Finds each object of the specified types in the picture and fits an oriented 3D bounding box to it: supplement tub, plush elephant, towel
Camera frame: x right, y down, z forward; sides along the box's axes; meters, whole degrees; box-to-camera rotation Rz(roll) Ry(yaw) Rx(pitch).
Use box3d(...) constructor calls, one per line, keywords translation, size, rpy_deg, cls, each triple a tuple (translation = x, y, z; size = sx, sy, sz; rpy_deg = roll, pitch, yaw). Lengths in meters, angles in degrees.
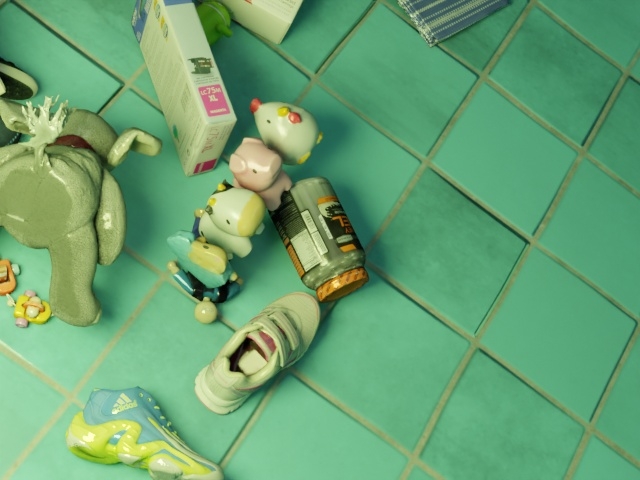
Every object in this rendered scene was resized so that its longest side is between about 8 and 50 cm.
box3d(translation=(0.000, 0.000, 1.862), size=(0.117, 0.117, 0.190), rpy_deg=(-20, 76, -28), cls="supplement tub")
box3d(translation=(-0.386, -0.090, 1.672), size=(0.272, 0.330, 0.255), rpy_deg=(21, 23, 4), cls="plush elephant")
box3d(translation=(0.202, -0.560, 2.252), size=(0.243, 0.040, 0.336), rpy_deg=(-33, 84, -32), cls="towel")

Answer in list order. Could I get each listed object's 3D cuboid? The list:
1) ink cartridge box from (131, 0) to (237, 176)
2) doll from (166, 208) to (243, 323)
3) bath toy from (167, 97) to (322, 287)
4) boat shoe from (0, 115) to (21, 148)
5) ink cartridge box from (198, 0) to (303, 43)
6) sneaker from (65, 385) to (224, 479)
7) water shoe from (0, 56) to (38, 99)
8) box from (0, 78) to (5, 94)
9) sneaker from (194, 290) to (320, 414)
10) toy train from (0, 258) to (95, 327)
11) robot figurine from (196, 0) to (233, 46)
box3d(translation=(-0.230, -0.285, 1.861), size=(0.065, 0.186, 0.311), rpy_deg=(-16, 73, -24), cls="ink cartridge box")
box3d(translation=(-0.184, 0.045, 1.809), size=(0.129, 0.046, 0.189), rpy_deg=(10, 66, -22), cls="doll")
box3d(translation=(-0.114, -0.095, 1.779), size=(0.129, 0.151, 0.348), rpy_deg=(42, 57, -21), cls="bath toy")
box3d(translation=(-0.565, -0.128, 1.714), size=(0.258, 0.089, 0.109), rpy_deg=(-39, 85, -31), cls="boat shoe")
box3d(translation=(-0.092, -0.507, 2.049), size=(0.172, 0.100, 0.237), rpy_deg=(28, 69, -8), cls="ink cartridge box")
box3d(translation=(-0.245, 0.281, 1.651), size=(0.240, 0.091, 0.126), rpy_deg=(20, 60, -11), cls="sneaker")
box3d(translation=(-0.547, -0.296, 1.809), size=(0.203, 0.073, 0.080), rpy_deg=(21, 56, -14), cls="water shoe")
box3d(translation=(-0.621, -0.206, 1.670), size=(0.275, 0.113, 0.094), rpy_deg=(-33, 123, -19), cls="box")
box3d(translation=(-0.081, 0.165, 1.756), size=(0.103, 0.111, 0.252), rpy_deg=(44, 59, 2), cls="sneaker")
box3d(translation=(-0.425, 0.064, 1.706), size=(0.166, 0.046, 0.125), rpy_deg=(-9, 71, -24), cls="toy train")
box3d(translation=(-0.205, -0.377, 1.983), size=(0.101, 0.067, 0.115), rpy_deg=(25, 56, 26), cls="robot figurine")
